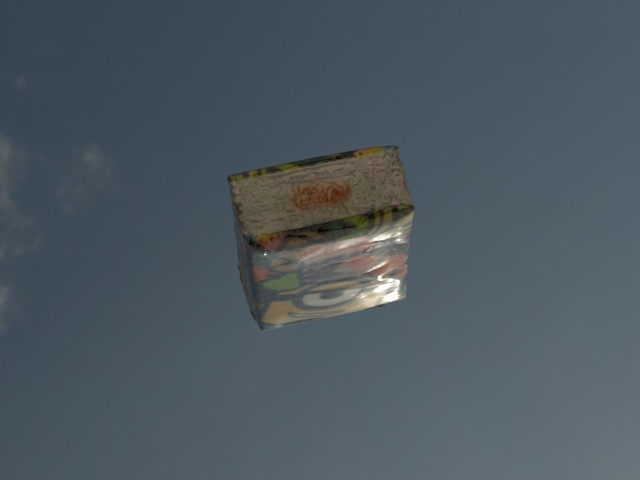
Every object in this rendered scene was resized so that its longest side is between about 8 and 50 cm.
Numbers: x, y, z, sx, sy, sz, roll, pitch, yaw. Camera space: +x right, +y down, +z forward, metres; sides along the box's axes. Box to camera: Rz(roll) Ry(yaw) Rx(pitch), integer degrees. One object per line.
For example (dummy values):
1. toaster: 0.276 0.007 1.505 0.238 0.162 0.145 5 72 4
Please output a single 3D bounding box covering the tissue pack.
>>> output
1. tissue pack: 0.000 0.000 0.868 0.109 0.148 0.060 -13 -113 -5
